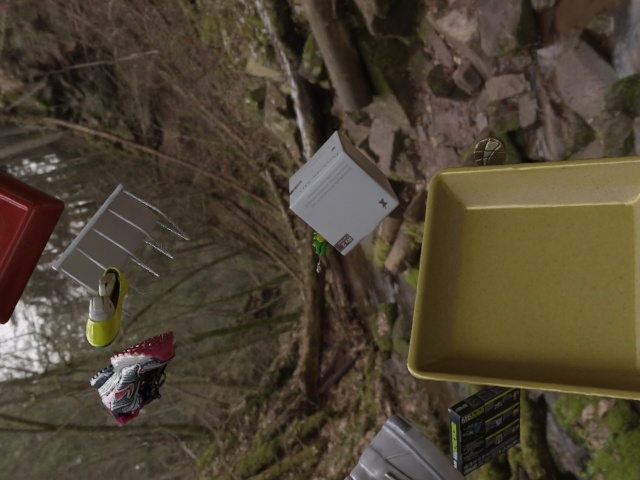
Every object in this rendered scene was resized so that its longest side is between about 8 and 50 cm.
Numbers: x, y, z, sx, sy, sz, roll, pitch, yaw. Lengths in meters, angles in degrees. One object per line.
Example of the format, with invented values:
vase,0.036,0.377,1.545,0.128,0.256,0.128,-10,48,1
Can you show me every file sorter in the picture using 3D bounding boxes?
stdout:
file sorter,-0.518,0.034,1.594,0.173,0.278,0.193,28,165,28

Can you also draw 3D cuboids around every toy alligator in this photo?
toy alligator,0.000,0.000,1.773,0.056,0.051,0.190,29,-104,-66

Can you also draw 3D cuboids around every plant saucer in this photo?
plant saucer,-0.655,-0.008,1.133,0.259,0.258,0.048,-65,-12,-4
plant saucer,0.310,0.051,0.843,0.081,0.332,0.333,42,-127,-55

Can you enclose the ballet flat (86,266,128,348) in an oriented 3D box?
ballet flat,-0.489,0.141,1.353,0.231,0.077,0.077,-99,3,-56

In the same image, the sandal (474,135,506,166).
sandal,0.386,-0.180,1.327,0.072,0.049,0.180,23,161,28

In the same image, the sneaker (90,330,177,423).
sneaker,-0.352,0.270,1.180,0.299,0.120,0.112,-42,76,46

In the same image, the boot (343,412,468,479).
boot,0.133,0.335,0.723,0.258,0.123,0.095,47,168,-14

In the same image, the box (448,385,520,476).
box,0.384,0.432,1.387,0.045,0.190,0.184,28,133,56

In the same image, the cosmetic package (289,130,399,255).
cosmetic package,0.041,-0.099,1.184,0.151,0.151,0.184,41,-165,-17
